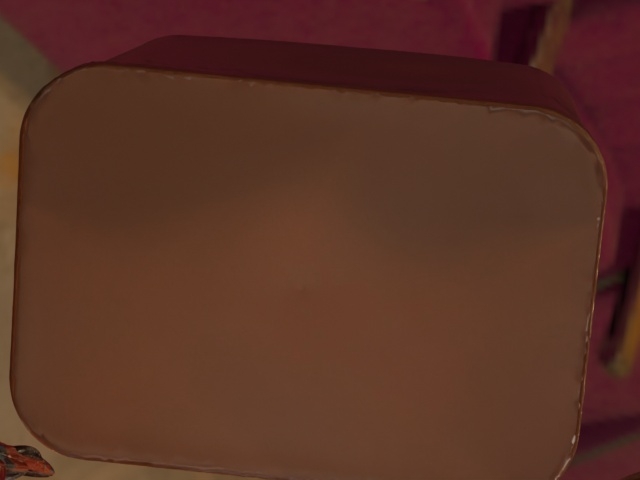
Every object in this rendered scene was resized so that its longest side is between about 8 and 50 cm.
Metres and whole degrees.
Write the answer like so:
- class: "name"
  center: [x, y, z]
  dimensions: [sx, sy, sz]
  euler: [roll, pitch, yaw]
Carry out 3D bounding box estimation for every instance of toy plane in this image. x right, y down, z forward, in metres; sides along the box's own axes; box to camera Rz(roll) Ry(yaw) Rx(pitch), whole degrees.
- class: "toy plane"
  center: [-0.267, 0.174, 1.452]
  dimensions: [0.061, 0.130, 0.189]
  euler: [-48, 150, -2]

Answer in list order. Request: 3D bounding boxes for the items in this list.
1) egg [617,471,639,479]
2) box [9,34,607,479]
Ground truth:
- class: "egg"
  center: [0.264, 0.315, 1.475]
  dimensions: [0.289, 0.238, 0.238]
  euler: [-54, 142, -18]
- class: "box"
  center: [0.000, 0.000, 1.171]
  dimensions: [0.229, 0.339, 0.239]
  euler: [-65, 160, -74]
